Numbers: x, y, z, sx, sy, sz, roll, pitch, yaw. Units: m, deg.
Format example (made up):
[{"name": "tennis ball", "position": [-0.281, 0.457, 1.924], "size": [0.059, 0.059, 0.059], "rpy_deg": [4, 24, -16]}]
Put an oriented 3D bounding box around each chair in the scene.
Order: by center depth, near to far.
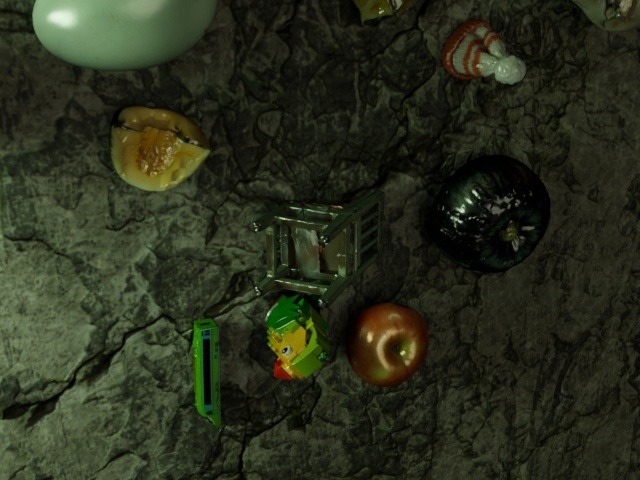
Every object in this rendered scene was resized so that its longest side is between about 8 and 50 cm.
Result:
[{"name": "chair", "position": [0.000, 0.000, 1.479], "size": [0.270, 0.147, 0.137], "rpy_deg": [-41, 135, -59]}]

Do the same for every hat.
[{"name": "hat", "position": [0.296, -0.321, 1.475], "size": [0.093, 0.162, 0.112], "rpy_deg": [38, 93, -33]}]

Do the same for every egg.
[{"name": "egg", "position": [-0.274, -0.333, 1.192], "size": [0.264, 0.183, 0.183], "rpy_deg": [-21, 115, -12]}]

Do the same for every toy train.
[{"name": "toy train", "position": [-0.205, 0.245, 1.499], "size": [0.042, 0.044, 0.209], "rpy_deg": [-7, 110, -23]}]

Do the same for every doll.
[{"name": "doll", "position": [-0.032, 0.164, 1.483], "size": [0.134, 0.186, 0.106], "rpy_deg": [-29, 122, 19]}]

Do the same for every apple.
[{"name": "apple", "position": [0.124, 0.195, 1.587], "size": [0.163, 0.139, 0.164], "rpy_deg": [-2, 97, -17]}]

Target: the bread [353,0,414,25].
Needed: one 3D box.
[{"name": "bread", "position": [0.070, -0.489, 1.355], "size": [0.087, 0.098, 0.270], "rpy_deg": [-58, 133, -49]}]

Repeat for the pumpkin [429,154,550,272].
[{"name": "pumpkin", "position": [0.317, -0.049, 1.575], "size": [0.233, 0.163, 0.233], "rpy_deg": [-12, 123, -19]}]

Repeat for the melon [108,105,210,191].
[{"name": "melon", "position": [-0.268, -0.146, 1.326], "size": [0.160, 0.079, 0.128], "rpy_deg": [11, 120, -28]}]

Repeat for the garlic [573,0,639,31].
[{"name": "garlic", "position": [0.564, -0.535, 1.483], "size": [0.321, 0.241, 0.322], "rpy_deg": [-10, 127, -14]}]
